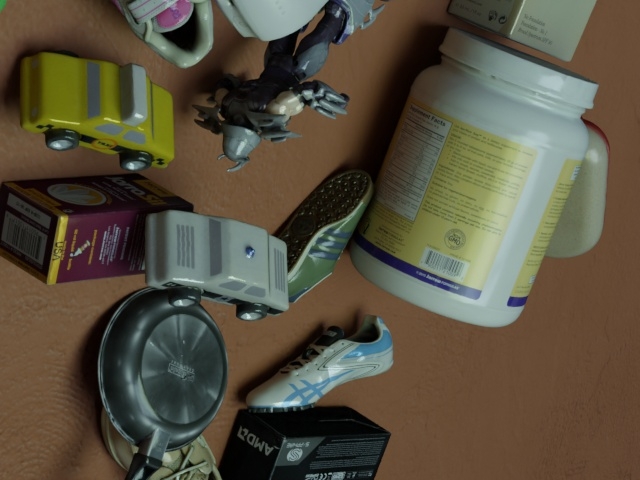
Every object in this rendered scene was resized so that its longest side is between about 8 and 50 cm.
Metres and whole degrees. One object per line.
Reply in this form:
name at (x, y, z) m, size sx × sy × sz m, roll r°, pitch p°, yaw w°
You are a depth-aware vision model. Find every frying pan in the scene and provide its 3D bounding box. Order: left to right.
frying pan at (-0.206, 0.198, 1.965) m, size 0.197 × 0.053 × 0.326 m, roll 52°, pitch 52°, yaw -30°

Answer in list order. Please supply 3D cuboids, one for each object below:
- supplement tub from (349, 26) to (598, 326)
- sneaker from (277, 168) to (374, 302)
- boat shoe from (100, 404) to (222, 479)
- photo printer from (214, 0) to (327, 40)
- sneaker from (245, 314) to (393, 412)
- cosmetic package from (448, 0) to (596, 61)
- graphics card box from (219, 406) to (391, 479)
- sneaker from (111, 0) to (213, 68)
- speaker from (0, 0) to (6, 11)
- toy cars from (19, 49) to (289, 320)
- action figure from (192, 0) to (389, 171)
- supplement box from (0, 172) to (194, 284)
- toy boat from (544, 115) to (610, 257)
supplement tub at (0.198, -0.081, 2.169) m, size 0.241 × 0.241 × 0.331 m, roll 9°, pitch 106°, yaw -50°
sneaker at (0.000, 0.000, 2.148) m, size 0.192 × 0.064 × 0.086 m, roll -47°, pitch 148°, yaw -16°
boat shoe at (-0.175, 0.278, 2.089) m, size 0.109 × 0.098 × 0.302 m, roll -42°, pitch 137°, yaw -22°
photo printer at (-0.027, -0.381, 1.798) m, size 0.307 × 0.107 × 0.256 m, roll -51°, pitch 142°, yaw -31°
sneaker at (-0.005, 0.165, 2.238) m, size 0.237 × 0.085 × 0.086 m, roll -23°, pitch 102°, yaw -34°
cosmetic package at (0.303, -0.403, 2.190) m, size 0.160 × 0.113 × 0.309 m, roll 10°, pitch 106°, yaw -50°
graphics card box at (-0.062, 0.408, 2.304) m, size 0.233 × 0.094 × 0.371 m, roll 4°, pitch 111°, yaw -49°
sneaker at (-0.172, -0.270, 1.722) m, size 0.103 × 0.111 × 0.252 m, roll -38°, pitch 140°, yaw 1°
speaker at (-0.426, -0.170, 1.508) m, size 0.296 × 0.131 × 0.131 m, roll -41°, pitch 138°, yaw -23°
toy cars at (-0.152, -0.060, 1.779) m, size 0.393 × 0.087 × 0.176 m, roll 53°, pitch 45°, yaw -16°
action figure at (-0.033, -0.193, 1.901) m, size 0.285 × 0.185 × 0.099 m, roll -61°, pitch 142°, yaw -17°
supplement box at (-0.242, -0.015, 1.828) m, size 0.188 × 0.104 × 0.080 m, roll -7°, pitch 117°, yaw -47°
toy boat at (0.340, -0.093, 2.428) m, size 0.151 × 0.151 × 0.231 m, roll -60°, pitch 154°, yaw -53°
